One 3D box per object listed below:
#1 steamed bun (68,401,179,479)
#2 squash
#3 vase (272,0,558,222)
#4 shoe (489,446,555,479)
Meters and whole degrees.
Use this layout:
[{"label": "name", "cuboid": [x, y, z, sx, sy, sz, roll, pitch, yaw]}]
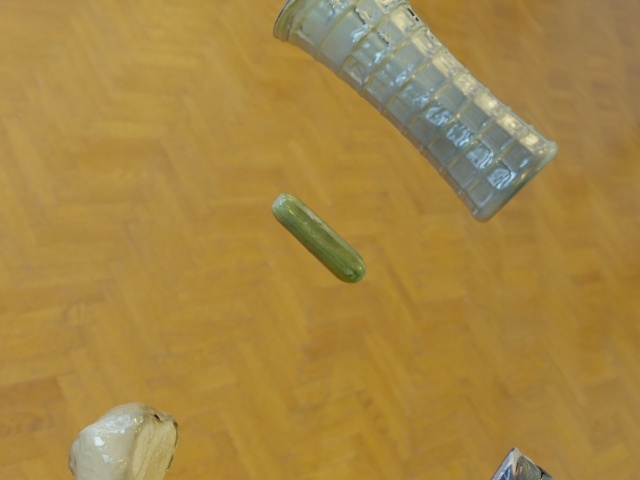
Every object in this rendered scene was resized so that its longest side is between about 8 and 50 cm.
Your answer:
[{"label": "steamed bun", "cuboid": [-0.259, 0.286, 1.301, 0.110, 0.212, 0.231, 5, 46, 6]}, {"label": "squash", "cuboid": [0.000, 0.000, 1.895, 0.229, 0.066, 0.066, 42, 33, -20]}, {"label": "vase", "cuboid": [0.103, -0.159, 1.059, 0.299, 0.143, 0.143, 45, 33, 6]}, {"label": "shoe", "cuboid": [0.307, 0.372, 1.524, 0.106, 0.091, 0.207, 35, 2, 30]}]
